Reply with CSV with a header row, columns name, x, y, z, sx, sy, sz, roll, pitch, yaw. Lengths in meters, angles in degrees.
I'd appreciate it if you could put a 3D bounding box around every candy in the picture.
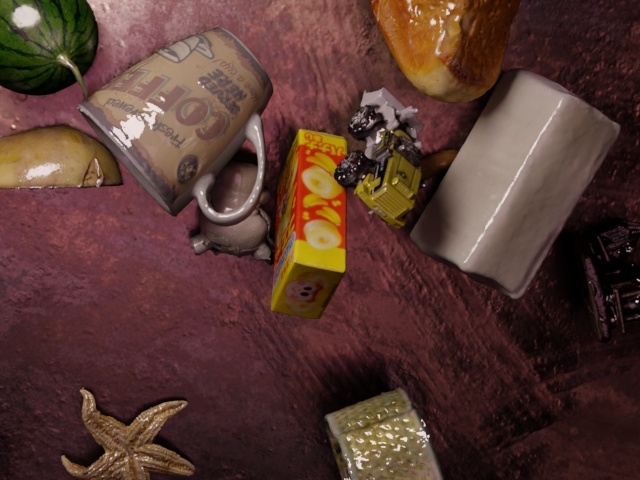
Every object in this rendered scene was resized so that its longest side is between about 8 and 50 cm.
name,x,y,z,sx,sy,sz,roll,pitch,yaw
candy,-0.017,-0.028,1.540,0.088,0.276,0.146,12,142,-14
candy,0.318,-0.099,1.627,0.145,0.208,0.359,27,96,-30

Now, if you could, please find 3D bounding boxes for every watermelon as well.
name,x,y,z,sx,sy,sz,roll,pitch,yaw
watermelon,-0.422,-0.304,1.443,0.188,0.214,0.188,-25,137,-26

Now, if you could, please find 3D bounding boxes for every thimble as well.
name,x,y,z,sx,sy,sz,roll,pitch,yaw
thimble,0.117,0.401,1.673,0.150,0.271,0.271,-18,105,-6

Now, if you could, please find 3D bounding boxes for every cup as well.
name,x,y,z,sx,sy,sz,roll,pitch,yaw
cup,-0.181,-0.172,1.499,0.257,0.227,0.301,-41,80,-6

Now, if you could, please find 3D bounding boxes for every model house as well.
name,x,y,z,sx,sy,sz,roll,pitch,yaw
model house,0.546,0.061,1.754,0.164,0.141,0.203,-14,102,3

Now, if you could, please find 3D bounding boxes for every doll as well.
name,x,y,z,sx,sy,sz,roll,pitch,yaw
doll,-0.137,-0.053,1.615,0.149,0.095,0.192,1,99,-14

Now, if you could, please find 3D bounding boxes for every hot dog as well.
name,x,y,z,sx,sy,sz,roll,pitch,yaw
hot dog,0.200,-0.433,1.535,0.185,0.223,0.405,-4,114,-50

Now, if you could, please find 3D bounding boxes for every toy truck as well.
name,x,y,z,sx,sy,sz,roll,pitch,yaw
toy truck,0.113,-0.142,1.550,0.111,0.286,0.136,-31,122,35

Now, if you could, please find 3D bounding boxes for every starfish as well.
name,x,y,z,sx,sy,sz,roll,pitch,yaw
starfish,-0.324,0.365,1.694,0.235,0.062,0.277,-26,101,-11

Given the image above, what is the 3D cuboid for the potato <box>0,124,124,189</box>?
name,x,y,z,sx,sy,sz,roll,pitch,yaw
potato,-0.442,-0.132,1.528,0.261,0.120,0.100,-2,96,-12

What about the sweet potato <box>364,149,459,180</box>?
name,x,y,z,sx,sy,sz,roll,pitch,yaw
sweet potato,0.165,-0.126,1.681,0.182,0.054,0.053,-5,112,-13
